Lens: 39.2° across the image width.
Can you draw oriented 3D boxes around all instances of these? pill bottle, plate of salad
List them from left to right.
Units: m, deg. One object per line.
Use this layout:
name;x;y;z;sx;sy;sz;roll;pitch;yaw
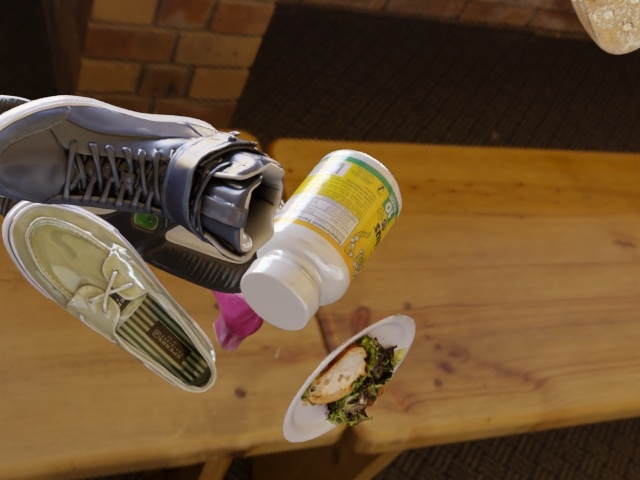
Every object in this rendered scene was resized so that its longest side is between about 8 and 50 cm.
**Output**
pill bottle;0.000;0.000;1.031;0.117;0.117;0.208;34;53;4
plate of salad;0.041;0.166;1.028;0.200;0.200;0.048;-23;55;-37

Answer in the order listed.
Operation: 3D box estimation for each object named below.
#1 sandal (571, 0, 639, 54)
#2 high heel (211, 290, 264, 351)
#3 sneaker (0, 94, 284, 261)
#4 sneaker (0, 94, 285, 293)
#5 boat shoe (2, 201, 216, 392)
sandal;0.203;-0.226;0.675;0.240;0.088;0.079;46;19;-33
high heel;-0.144;0.038;1.354;0.082;0.117;0.244;7;52;-31
sneaker;-0.133;-0.046;0.684;0.226;0.086;0.163;-6;28;-37
sneaker;-0.250;-0.075;1.230;0.447;0.169;0.257;23;15;0
boat shoe;-0.225;0.062;1.020;0.302;0.094;0.109;42;79;-22
